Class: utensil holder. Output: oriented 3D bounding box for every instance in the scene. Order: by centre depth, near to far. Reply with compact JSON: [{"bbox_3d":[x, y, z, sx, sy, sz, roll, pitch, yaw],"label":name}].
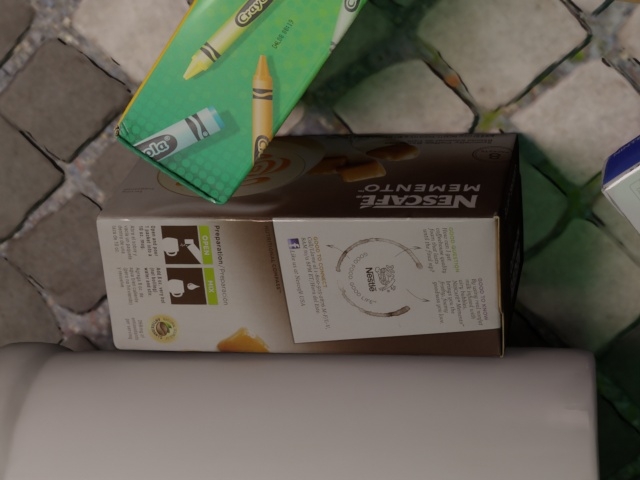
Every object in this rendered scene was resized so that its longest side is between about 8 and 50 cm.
[{"bbox_3d":[-0.012,0.222,1.109,0.385,0.327,0.328,-3,115,9],"label":"utensil holder"}]

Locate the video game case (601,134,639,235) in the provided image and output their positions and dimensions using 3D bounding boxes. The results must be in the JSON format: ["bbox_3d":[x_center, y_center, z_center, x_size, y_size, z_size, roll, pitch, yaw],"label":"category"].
[{"bbox_3d":[0.353,-0.022,1.064,0.269,0.061,0.244,-34,103,24],"label":"video game case"}]

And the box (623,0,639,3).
[{"bbox_3d":[0.201,-0.204,0.996,0.201,0.021,0.164,7,135,0],"label":"box"}]

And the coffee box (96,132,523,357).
[{"bbox_3d":[0.000,0.000,1.105,0.246,0.141,0.098,1,116,12],"label":"coffee box"}]

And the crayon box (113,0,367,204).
[{"bbox_3d":[-0.002,-0.171,1.009,0.081,0.165,0.278,34,117,-5],"label":"crayon box"}]
